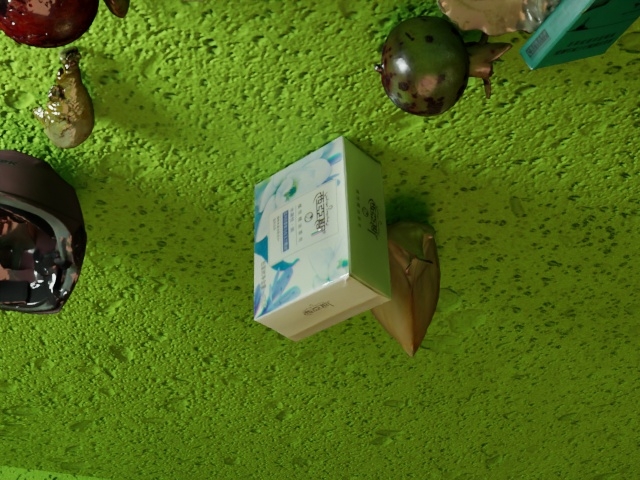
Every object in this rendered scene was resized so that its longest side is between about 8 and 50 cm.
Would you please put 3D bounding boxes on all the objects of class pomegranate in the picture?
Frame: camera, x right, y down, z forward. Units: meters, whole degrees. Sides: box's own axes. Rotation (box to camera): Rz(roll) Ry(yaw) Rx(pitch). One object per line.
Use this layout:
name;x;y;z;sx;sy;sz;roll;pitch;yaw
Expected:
pomegranate;0.162;-0.249;1.503;0.169;0.148;0.148;-15;156;-31

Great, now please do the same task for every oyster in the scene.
oyster;0.234;-0.354;1.374;0.214;0.083;0.223;10;146;-16

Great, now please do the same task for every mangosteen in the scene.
mangosteen;-0.329;-0.326;1.329;0.180;0.166;0.166;-22;152;-17

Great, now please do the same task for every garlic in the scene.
garlic;0.165;0.052;1.916;0.151;0.196;0.338;-14;147;-12

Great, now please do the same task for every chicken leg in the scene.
chicken leg;-0.380;-0.213;1.580;0.093;0.070;0.178;10;139;-8

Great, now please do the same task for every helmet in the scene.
helmet;-0.504;-0.034;1.725;0.271;0.197;0.338;8;139;-2

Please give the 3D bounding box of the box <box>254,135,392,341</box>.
box;-0.002;-0.001;1.736;0.203;0.274;0.116;-26;140;32

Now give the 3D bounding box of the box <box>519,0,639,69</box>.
box;0.386;-0.321;1.415;0.161;0.042;0.226;-19;159;-34
